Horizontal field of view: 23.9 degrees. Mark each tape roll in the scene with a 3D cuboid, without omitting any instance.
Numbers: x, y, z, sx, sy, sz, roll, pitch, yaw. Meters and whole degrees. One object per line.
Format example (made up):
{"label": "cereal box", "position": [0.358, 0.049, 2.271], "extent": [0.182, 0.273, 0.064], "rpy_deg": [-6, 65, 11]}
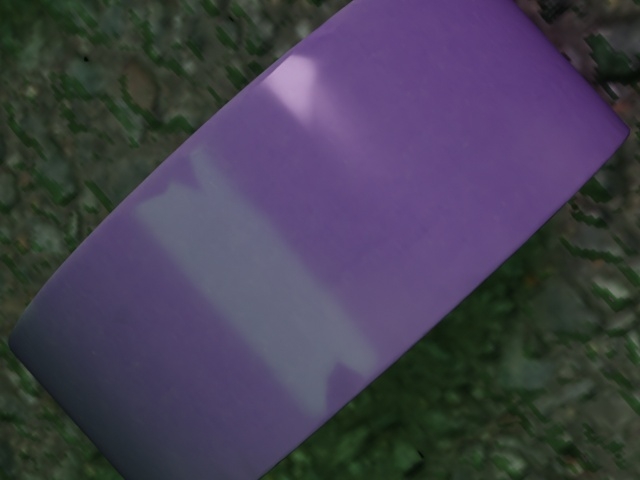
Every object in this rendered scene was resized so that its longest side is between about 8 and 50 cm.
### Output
{"label": "tape roll", "position": [0.000, 0.000, 0.474], "extent": [0.080, 0.189, 0.189], "rpy_deg": [47, 118, 2]}
